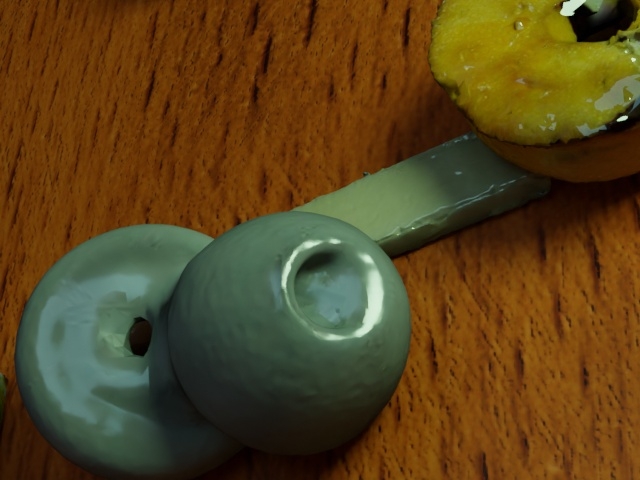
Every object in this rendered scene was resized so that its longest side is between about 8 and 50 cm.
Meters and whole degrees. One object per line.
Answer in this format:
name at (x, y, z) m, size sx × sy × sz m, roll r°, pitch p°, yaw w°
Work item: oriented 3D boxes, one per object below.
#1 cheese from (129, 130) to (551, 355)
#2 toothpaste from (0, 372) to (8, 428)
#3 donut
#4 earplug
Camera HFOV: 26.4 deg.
cheese at (-0.001, 0.000, 1.146) m, size 0.400 × 0.034 × 0.085 m, roll -22°, pitch 47°, yaw 16°
toothpaste at (-0.307, 0.192, 1.183) m, size 0.043 × 0.037 × 0.178 m, roll -16°, pitch 49°, yaw 19°
donut at (0.213, -0.155, 1.060) m, size 0.253 × 0.118 × 0.253 m, roll -9°, pitch 49°, yaw 10°
earplug at (-0.084, 0.072, 1.039) m, size 0.325 × 0.175 × 0.214 m, roll -9°, pitch 65°, yaw 25°
